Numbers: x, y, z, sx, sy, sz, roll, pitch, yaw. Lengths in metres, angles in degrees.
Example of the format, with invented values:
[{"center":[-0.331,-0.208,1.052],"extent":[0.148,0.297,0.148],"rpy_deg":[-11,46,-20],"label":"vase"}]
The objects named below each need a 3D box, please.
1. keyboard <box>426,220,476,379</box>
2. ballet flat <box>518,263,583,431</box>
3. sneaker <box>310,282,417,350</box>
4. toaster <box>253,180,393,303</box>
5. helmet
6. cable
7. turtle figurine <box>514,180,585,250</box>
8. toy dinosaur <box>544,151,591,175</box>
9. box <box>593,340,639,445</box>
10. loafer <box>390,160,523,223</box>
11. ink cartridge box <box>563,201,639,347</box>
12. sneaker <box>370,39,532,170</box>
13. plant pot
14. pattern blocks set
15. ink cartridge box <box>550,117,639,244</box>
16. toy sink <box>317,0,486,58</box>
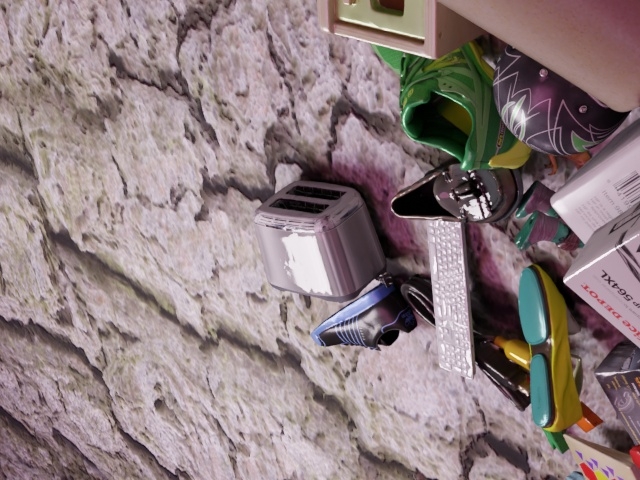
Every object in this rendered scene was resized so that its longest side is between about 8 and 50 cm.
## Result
[{"center":[0.188,0.078,1.946],"extent":[0.072,0.014,0.256],"rpy_deg":[14,119,45],"label":"keyboard"},{"center":[0.323,0.147,1.851],"extent":[0.077,0.077,0.231],"rpy_deg":[159,107,-68],"label":"ballet flat"},{"center":[0.067,0.141,2.144],"extent":[0.090,0.081,0.232],"rpy_deg":[55,145,1],"label":"sneaker"},{"center":[0.000,0.000,2.037],"extent":[0.227,0.129,0.146],"rpy_deg":[11,130,44],"label":"toaster"},{"center":[0.272,-0.174,1.502],"extent":[0.169,0.161,0.169],"rpy_deg":[46,161,20],"label":"helmet"},{"center":[0.244,0.151,2.007],"extent":[0.287,0.072,0.139],"rpy_deg":[41,162,33],"label":"cable"},{"center":[0.357,0.013,1.663],"extent":[0.234,0.175,0.118],"rpy_deg":[25,105,-7],"label":"turtle figurine"},{"center":[0.272,-0.150,1.658],"extent":[0.112,0.064,0.211],"rpy_deg":[-22,116,34],"label":"toy dinosaur"},{"center":[0.532,0.265,1.753],"extent":[0.242,0.076,0.307],"rpy_deg":[-15,112,53],"label":"box"},{"center":[0.174,-0.056,1.755],"extent":[0.096,0.084,0.267],"rpy_deg":[71,162,-2],"label":"loafer"},{"center":[0.368,0.029,1.367],"extent":[0.148,0.086,0.203],"rpy_deg":[41,150,-3],"label":"ink cartridge box"},{"center":[0.142,-0.193,1.651],"extent":[0.295,0.123,0.109],"rpy_deg":[50,144,36],"label":"sneaker"},{"center":[0.253,-0.304,1.320],"extent":[0.305,0.334,0.334],"rpy_deg":[37,147,-5],"label":"plant pot"},{"center":[0.430,0.347,1.910],"extent":[0.325,0.026,0.285],"rpy_deg":[30,150,59],"label":"pattern blocks set"},{"center":[0.481,-0.051,1.411],"extent":[0.285,0.166,0.395],"rpy_deg":[49,147,-1],"label":"ink cartridge box"},{"center":[0.075,-0.325,1.602],"extent":[0.234,0.131,0.153],"rpy_deg":[22,128,34],"label":"toy sink"}]
